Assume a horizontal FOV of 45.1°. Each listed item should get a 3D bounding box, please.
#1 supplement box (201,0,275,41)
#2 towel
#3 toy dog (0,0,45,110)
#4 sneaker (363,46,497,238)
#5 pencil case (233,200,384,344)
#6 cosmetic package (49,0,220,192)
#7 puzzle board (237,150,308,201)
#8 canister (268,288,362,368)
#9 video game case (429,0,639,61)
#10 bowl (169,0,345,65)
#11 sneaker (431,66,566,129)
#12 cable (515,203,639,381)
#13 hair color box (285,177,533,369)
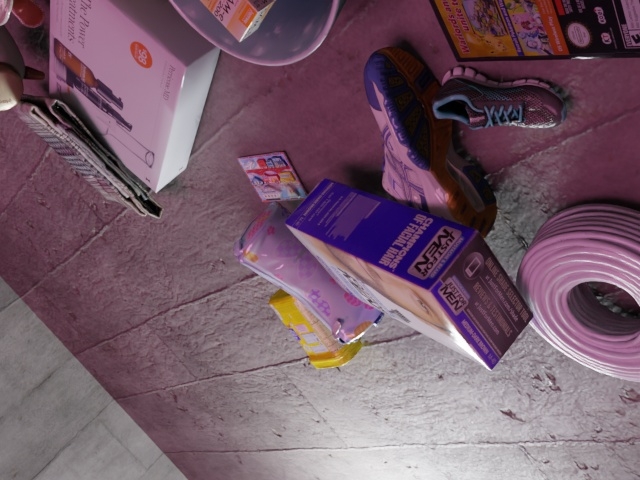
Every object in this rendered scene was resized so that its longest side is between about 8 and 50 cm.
[{"bbox_3d":[-0.103,-0.279,0.856,0.098,0.036,0.062,46,148,-3],"label":"supplement box"},{"bbox_3d":[-0.484,-0.168,1.559,0.312,0.056,0.324,51,162,-30],"label":"towel"},{"bbox_3d":[-0.590,-0.402,1.445,0.220,0.161,0.333,50,133,20],"label":"toy dog"},{"bbox_3d":[0.117,-0.113,1.034,0.131,0.112,0.296,-4,124,49],"label":"sneaker"},{"bbox_3d":[-0.017,0.057,1.312,0.273,0.124,0.113,40,170,-14],"label":"pencil case"},{"bbox_3d":[-0.336,-0.289,1.337,0.284,0.097,0.377,39,147,4],"label":"cosmetic package"},{"bbox_3d":[-0.084,-0.108,1.344,0.128,0.011,0.096,0,127,47],"label":"puzzle board"},{"bbox_3d":[-0.012,0.162,1.509,0.170,0.073,0.126,54,145,-12],"label":"canister"},{"bbox_3d":[0.201,-0.292,0.763,0.248,0.035,0.275,10,148,41],"label":"video game case"},{"bbox_3d":[-0.059,-0.377,0.883,0.312,0.163,0.311,27,143,23],"label":"bowl"},{"bbox_3d":[0.207,-0.155,0.922,0.167,0.076,0.065,18,139,34],"label":"sneaker"},{"bbox_3d":[0.376,0.074,0.983,0.257,0.089,0.257,39,147,7],"label":"cable"},{"bbox_3d":[0.114,0.036,1.096,0.339,0.110,0.185,23,158,52],"label":"hair color box"}]
